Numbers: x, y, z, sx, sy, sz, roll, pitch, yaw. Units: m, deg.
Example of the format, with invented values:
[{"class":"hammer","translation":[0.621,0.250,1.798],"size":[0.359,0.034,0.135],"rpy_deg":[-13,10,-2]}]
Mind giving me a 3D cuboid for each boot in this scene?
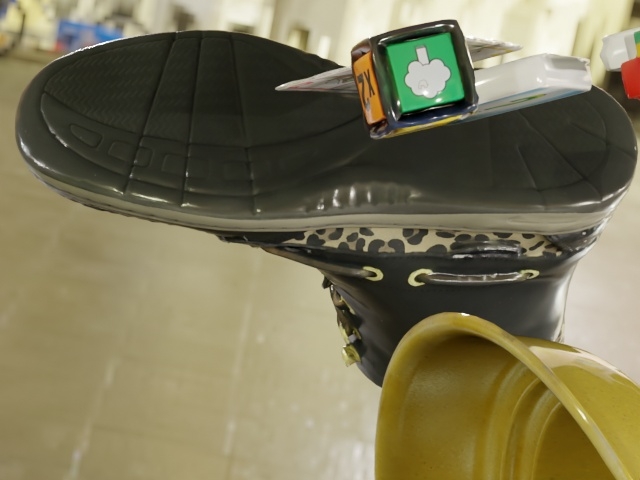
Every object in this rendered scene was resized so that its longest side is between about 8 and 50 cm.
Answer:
[{"class":"boot","translation":[0.001,0.002,0.810],"size":[0.236,0.085,0.178],"rpy_deg":[4,-31,3]}]

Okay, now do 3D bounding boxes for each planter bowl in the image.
[{"class":"planter bowl","translation":[0.099,0.115,0.547],"size":[0.090,0.217,0.217],"rpy_deg":[-14,19,-18]}]

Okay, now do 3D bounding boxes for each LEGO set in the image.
[{"class":"LEGO set","translation":[0.093,-0.041,0.513],"size":[0.182,0.060,0.244],"rpy_deg":[-14,-1,18]}]
